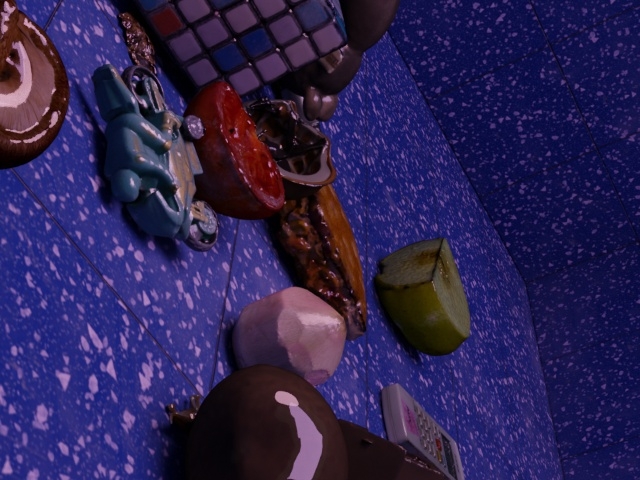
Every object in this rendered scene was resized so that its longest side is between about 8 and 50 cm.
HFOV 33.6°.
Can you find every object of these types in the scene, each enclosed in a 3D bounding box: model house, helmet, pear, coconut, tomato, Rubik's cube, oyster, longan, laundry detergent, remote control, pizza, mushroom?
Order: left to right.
[{"bbox_3d":[-0.386,-0.170,1.170,0.231,0.138,0.194,-13,94,-61],"label":"mushroom"},{"bbox_3d":[-0.293,-0.325,1.758,0.132,0.029,0.086,64,18,-1],"label":"oyster"},{"bbox_3d":[-0.164,-0.128,1.716,0.233,0.140,0.200,63,14,-6],"label":"tomato"},{"bbox_3d":[-0.148,-0.454,1.873,0.292,0.293,0.287,53,17,-35],"label":"Rubik's cube"},{"bbox_3d":[-0.068,0.293,1.363,0.246,0.215,0.246,51,14,-18],"label":"longan"},{"bbox_3d":[-0.085,-0.154,1.951,0.198,0.130,0.224,-20,70,-48],"label":"helmet"},{"bbox_3d":[-0.039,0.156,1.659,0.171,0.183,0.171,53,27,-41],"label":"coconut"},{"bbox_3d":[-0.052,-0.324,2.377,0.099,0.070,0.225,-102,168,-86],"label":"laundry detergent"},{"bbox_3d":[0.000,0.000,2.072,0.409,0.114,0.278,69,17,9],"label":"pizza"},{"bbox_3d":[0.017,0.379,1.610,0.243,0.211,0.204,27,-9,-23],"label":"model house"},{"bbox_3d":[0.226,0.439,2.296,0.344,0.050,0.145,48,26,-47],"label":"remote control"},{"bbox_3d":[0.255,0.153,2.551,0.292,0.159,0.292,51,28,-40],"label":"pear"}]

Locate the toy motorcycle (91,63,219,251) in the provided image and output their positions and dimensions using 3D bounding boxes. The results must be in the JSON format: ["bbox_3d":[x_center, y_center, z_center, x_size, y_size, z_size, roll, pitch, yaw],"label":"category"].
[{"bbox_3d":[-0.251,-0.115,1.540,0.198,0.109,0.296,-13,83,-62],"label":"toy motorcycle"}]

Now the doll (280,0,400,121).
[{"bbox_3d":[-0.016,-0.470,2.177,0.382,0.378,0.252,51,10,25],"label":"doll"}]

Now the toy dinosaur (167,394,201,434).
[{"bbox_3d":[-0.176,0.231,1.417,0.180,0.037,0.058,24,41,-66],"label":"toy dinosaur"}]
